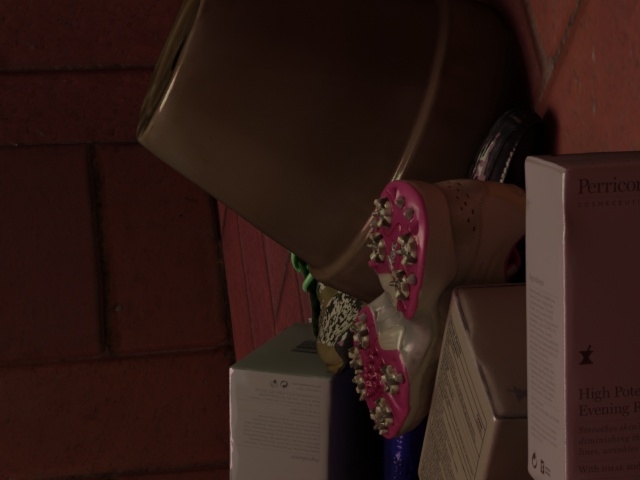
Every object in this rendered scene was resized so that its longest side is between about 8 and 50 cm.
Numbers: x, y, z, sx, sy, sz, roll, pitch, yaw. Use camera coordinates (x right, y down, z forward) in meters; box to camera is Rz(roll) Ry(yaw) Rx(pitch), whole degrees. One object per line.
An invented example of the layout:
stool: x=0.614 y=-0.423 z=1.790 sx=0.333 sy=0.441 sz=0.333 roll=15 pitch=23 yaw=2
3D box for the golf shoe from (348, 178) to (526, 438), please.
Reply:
golf shoe: x=0.107 y=0.065 z=1.261 sx=0.306 sy=0.140 sz=0.115 roll=100 pitch=150 yaw=-48

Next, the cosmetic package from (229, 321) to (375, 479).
cosmetic package: x=-0.012 y=0.240 z=1.798 sx=0.224 sy=0.138 sz=0.224 roll=-28 pitch=-60 yaw=-67

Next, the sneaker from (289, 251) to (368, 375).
sneaker: x=0.000 y=0.000 z=1.670 sx=0.158 sy=0.182 sz=0.410 roll=-49 pitch=20 yaw=23

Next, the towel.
towel: x=0.109 y=0.211 z=1.710 sx=0.227 sy=0.076 sz=0.308 roll=-102 pitch=11 yaw=-73

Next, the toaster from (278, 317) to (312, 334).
toaster: x=0.006 y=0.218 z=2.104 sx=0.146 sy=0.129 sz=0.227 roll=137 pitch=130 yaw=-74

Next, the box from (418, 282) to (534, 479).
box: x=0.168 y=0.166 z=1.190 sx=0.148 sy=0.127 sz=0.232 roll=-104 pitch=15 yaw=-47

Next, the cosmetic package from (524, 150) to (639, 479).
cosmetic package: x=0.206 y=0.057 z=0.984 sx=0.085 sy=0.117 sz=0.231 roll=-142 pitch=49 yaw=-76

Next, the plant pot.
plant pot: x=-0.016 y=-0.134 z=1.419 sx=0.323 sy=0.280 sz=0.323 roll=-58 pitch=18 yaw=32

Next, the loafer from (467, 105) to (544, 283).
loafer: x=0.172 y=-0.013 z=1.309 sx=0.078 sy=0.076 sz=0.223 roll=30 pitch=123 yaw=34
